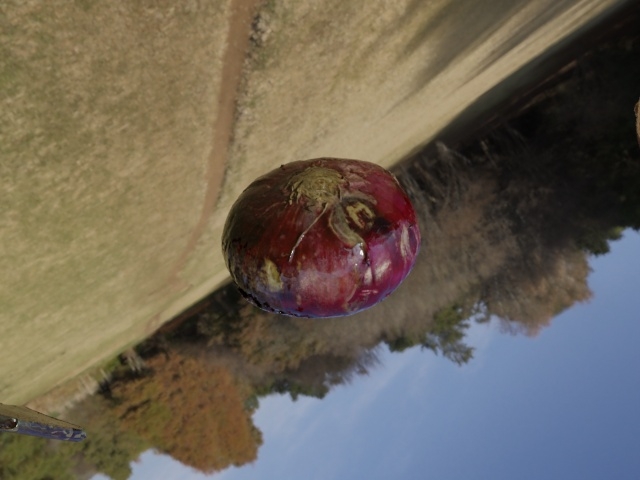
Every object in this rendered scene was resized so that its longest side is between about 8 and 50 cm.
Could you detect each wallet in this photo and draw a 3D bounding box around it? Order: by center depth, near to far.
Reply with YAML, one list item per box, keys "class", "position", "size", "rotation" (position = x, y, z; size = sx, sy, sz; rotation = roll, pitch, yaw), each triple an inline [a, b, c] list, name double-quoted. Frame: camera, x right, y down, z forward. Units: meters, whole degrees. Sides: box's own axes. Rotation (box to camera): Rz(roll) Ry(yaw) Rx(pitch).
- class: "wallet"
  position: [-0.427, 0.255, 0.924]
  size: [0.232, 0.122, 0.031]
  rotation: [81, 24, -72]

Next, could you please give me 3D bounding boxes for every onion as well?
- class: "onion"
  position: [0.000, 0.000, 0.820]
  size: [0.246, 0.190, 0.246]
  rotation: [-6, -152, 3]

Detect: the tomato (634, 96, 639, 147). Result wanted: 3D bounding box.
- class: "tomato"
  position: [0.420, -0.128, 0.693]
  size: [0.167, 0.167, 0.167]
  rotation: [-34, -178, 1]
